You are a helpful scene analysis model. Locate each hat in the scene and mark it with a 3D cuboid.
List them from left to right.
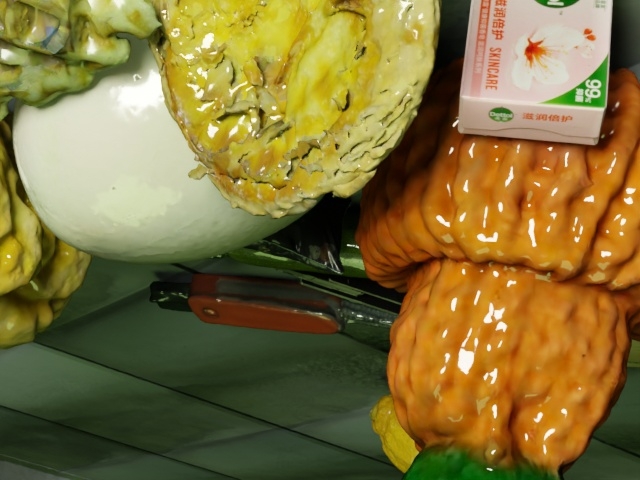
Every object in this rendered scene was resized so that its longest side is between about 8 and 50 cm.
[{"bbox_3d":[0.157,0.080,0.790,0.285,0.400,0.285,2,167,1],"label":"hat"}]

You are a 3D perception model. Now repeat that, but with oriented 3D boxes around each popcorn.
[{"bbox_3d":[-0.326,-0.028,0.965,0.265,0.225,0.332,45,166,-6],"label":"popcorn"}]

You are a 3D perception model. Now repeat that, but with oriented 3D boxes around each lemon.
[{"bbox_3d":[0.159,0.272,1.535,0.187,0.142,0.142,15,156,2],"label":"lemon"}]

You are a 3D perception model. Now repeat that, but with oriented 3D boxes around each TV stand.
[{"bbox_3d":[0.045,0.048,1.207,0.249,0.036,0.042,19,156,-19],"label":"TV stand"}]

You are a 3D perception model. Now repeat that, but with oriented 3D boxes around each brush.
[{"bbox_3d":[-0.052,0.076,1.301,0.323,0.051,0.070,6,149,16],"label":"brush"}]

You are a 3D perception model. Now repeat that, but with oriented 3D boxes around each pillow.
[{"bbox_3d":[-0.044,-0.024,1.020,0.150,0.090,0.048,16,156,-8],"label":"pillow"}]

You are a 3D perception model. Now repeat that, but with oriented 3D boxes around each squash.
[{"bbox_3d":[0.000,0.000,1.083,0.252,0.066,0.066,6,156,7],"label":"squash"}]

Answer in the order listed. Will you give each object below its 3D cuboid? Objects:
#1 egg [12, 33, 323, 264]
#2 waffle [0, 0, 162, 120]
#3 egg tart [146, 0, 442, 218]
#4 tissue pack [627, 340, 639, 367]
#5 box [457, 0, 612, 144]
[{"bbox_3d":[-0.109,-0.059,0.867,0.286,0.174,0.264,15,160,-19],"label":"egg"},{"bbox_3d":[-0.233,-0.181,0.704,0.204,0.054,0.223,-14,121,36],"label":"waffle"},{"bbox_3d":[-0.011,-0.136,0.680,0.098,0.232,0.252,-14,142,-46],"label":"egg tart"},{"bbox_3d":[0.378,0.070,1.059,0.222,0.090,0.186,3,157,17],"label":"tissue pack"},{"bbox_3d":[0.136,-0.125,0.679,0.089,0.125,0.043,5,155,9],"label":"box"}]
